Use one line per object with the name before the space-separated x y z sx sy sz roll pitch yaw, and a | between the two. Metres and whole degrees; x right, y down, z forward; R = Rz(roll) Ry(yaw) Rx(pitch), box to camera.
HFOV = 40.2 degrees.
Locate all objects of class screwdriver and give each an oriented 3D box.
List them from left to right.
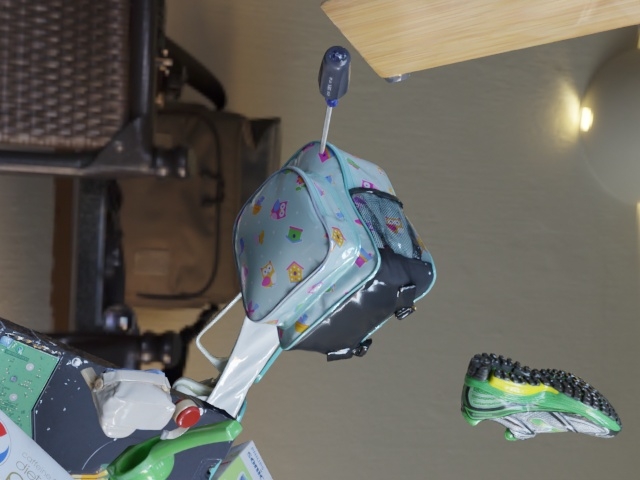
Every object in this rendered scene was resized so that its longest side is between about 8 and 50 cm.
screwdriver | 0.010 -0.103 0.685 0.170 0.025 0.024 87 -5 -73

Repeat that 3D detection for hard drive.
hard drive | -0.287 0.259 1.039 0.064 0.339 0.236 20 -98 56

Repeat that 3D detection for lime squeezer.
lime squeezer | -0.140 0.219 0.747 0.110 0.059 0.310 47 -41 28

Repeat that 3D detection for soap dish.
soap dish | 0.175 -0.238 0.753 0.229 0.291 0.118 -50 128 -55

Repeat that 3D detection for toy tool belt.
toy tool belt | -0.130 0.111 0.635 0.051 0.083 0.052 45 -70 40

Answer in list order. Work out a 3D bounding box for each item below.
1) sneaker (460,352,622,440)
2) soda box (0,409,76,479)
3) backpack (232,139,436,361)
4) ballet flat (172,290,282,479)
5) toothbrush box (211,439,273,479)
sneaker | 0.444 0.338 1.772 0.134 0.344 0.146 -89 -164 -71
soda box | -0.267 0.196 0.703 0.069 0.216 0.074 -35 -164 20
backpack | 0.000 0.000 0.847 0.166 0.144 0.188 -47 -141 33
ballet flat | -0.154 0.211 1.356 0.400 0.139 0.139 -60 -163 -3
toothbrush box | -0.226 0.478 1.479 0.122 0.206 0.283 64 25 -4
